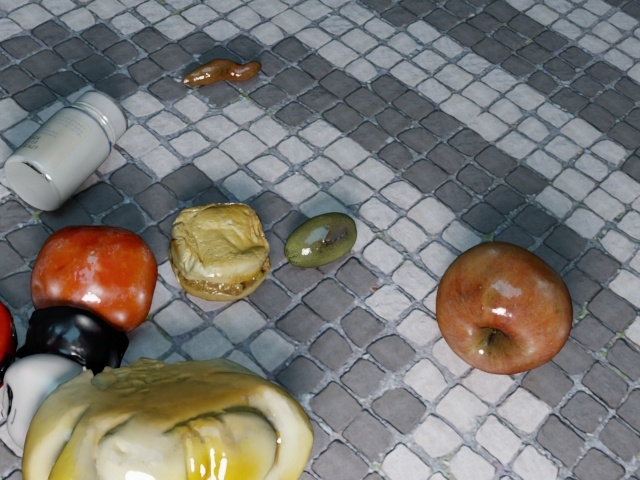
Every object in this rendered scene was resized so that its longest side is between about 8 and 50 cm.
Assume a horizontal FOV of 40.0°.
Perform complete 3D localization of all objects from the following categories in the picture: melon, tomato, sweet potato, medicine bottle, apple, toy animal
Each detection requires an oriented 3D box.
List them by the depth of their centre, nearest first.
[{"bbox_3d":[-0.429,0.239,1.443,0.165,0.187,0.235,6,48,7],"label":"toy animal"},{"bbox_3d":[-0.410,0.073,1.585,0.232,0.188,0.232,3,52,-4],"label":"tomato"},{"bbox_3d":[0.344,0.121,1.640,0.253,0.253,0.253,5,50,-5],"label":"apple"},{"bbox_3d":[0.000,0.000,1.769,0.162,0.099,0.099,-24,58,-22],"label":"melon"},{"bbox_3d":[-0.518,-0.191,1.813,0.143,0.143,0.258,25,52,11],"label":"medicine bottle"},{"bbox_3d":[-0.234,-0.403,2.089,0.202,0.058,0.055,-12,33,-17],"label":"sweet potato"}]

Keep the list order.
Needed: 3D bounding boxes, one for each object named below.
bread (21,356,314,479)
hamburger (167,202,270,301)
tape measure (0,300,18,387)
[{"bbox_3d":[-0.221,0.312,1.323,0.424,0.245,0.329,-6,71,-33],"label":"bread"},{"bbox_3d":[-0.198,0.021,1.712,0.213,0.108,0.214,5,51,-6],"label":"hamburger"},{"bbox_3d":[-0.647,0.192,1.499,0.260,0.114,0.253,-25,58,-30],"label":"tape measure"}]
